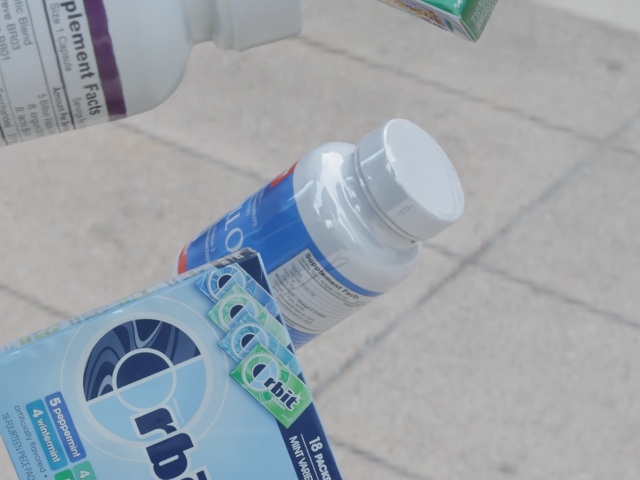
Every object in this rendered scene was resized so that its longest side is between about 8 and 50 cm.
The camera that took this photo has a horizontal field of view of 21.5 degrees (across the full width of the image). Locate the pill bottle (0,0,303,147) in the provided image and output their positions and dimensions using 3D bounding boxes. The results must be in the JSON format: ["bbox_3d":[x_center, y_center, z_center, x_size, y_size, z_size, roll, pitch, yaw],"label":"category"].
[{"bbox_3d":[-0.168,-0.133,0.869,0.301,0.169,0.169,-14,34,-7],"label":"pill bottle"}]

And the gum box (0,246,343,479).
[{"bbox_3d":[-0.099,0.111,1.038,0.184,0.157,0.041,-22,9,-11],"label":"gum box"}]

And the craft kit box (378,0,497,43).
[{"bbox_3d":[0.034,-0.276,0.980,0.246,0.250,0.061,25,-1,21],"label":"craft kit box"}]

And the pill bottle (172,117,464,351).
[{"bbox_3d":[0.000,0.000,1.308,0.124,0.221,0.124,35,35,-30],"label":"pill bottle"}]
